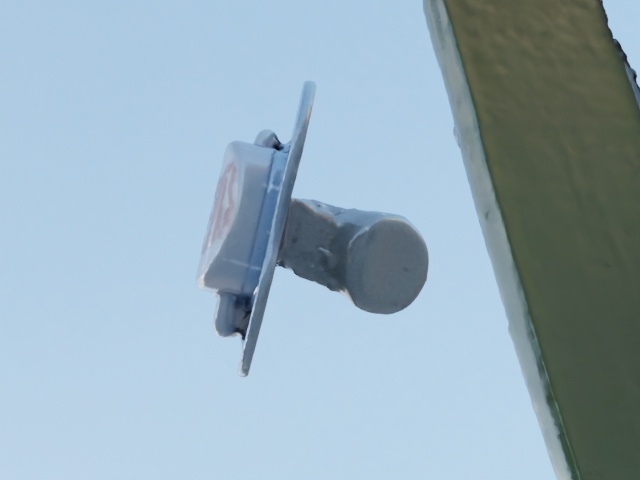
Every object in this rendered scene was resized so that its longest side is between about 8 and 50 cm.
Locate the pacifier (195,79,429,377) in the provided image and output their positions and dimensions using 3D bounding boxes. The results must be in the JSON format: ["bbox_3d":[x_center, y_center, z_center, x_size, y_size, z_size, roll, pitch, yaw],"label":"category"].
[{"bbox_3d":[0.000,0.000,1.806,0.227,0.207,0.279,89,-167,-83],"label":"pacifier"}]

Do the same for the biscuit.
[{"bbox_3d":[0.120,0.025,0.828,0.099,0.322,0.038,-3,-25,-25],"label":"biscuit"}]
